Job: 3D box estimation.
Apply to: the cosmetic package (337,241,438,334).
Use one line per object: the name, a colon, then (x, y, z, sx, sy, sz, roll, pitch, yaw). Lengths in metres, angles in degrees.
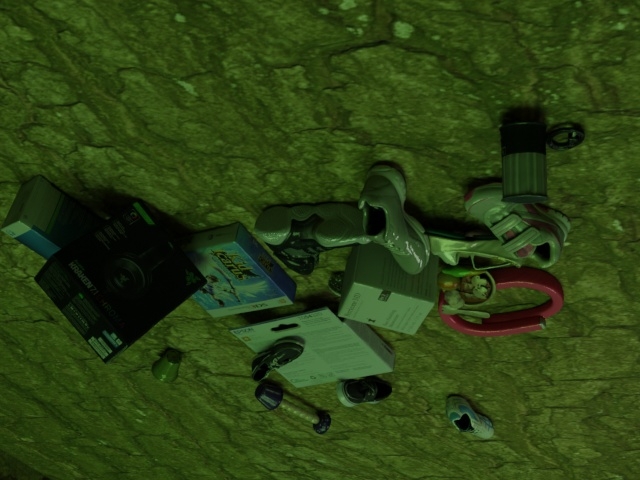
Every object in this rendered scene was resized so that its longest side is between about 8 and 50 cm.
cosmetic package: (0.150, 0.093, 1.807, 0.183, 0.151, 0.151, 14, 143, -5)

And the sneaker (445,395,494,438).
sneaker: (0.440, 0.542, 2.410, 0.085, 0.086, 0.237, -19, 136, 32)

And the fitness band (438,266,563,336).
fitness band: (0.419, 0.147, 1.901, 0.291, 0.054, 0.209, -14, 138, 27)

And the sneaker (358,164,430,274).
sneaker: (0.136, -0.017, 1.642, 0.099, 0.121, 0.262, 0, 131, 38)

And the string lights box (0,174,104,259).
string lights box: (-0.577, -0.015, 1.851, 0.077, 0.133, 0.259, -19, 135, 34)

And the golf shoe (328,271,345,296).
golf shoe: (0.101, 0.129, 1.946, 0.176, 0.069, 0.086, 12, 150, -1)

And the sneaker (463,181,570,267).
sneaker: (0.394, -0.028, 1.616, 0.252, 0.111, 0.103, 23, 142, -18)

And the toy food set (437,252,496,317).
toy food set: (0.324, 0.105, 1.817, 0.132, 0.038, 0.192, 6, 126, 18)

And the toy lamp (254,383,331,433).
toy lamp: (-0.087, 0.515, 2.510, 0.080, 0.080, 0.274, -24, 134, 38)

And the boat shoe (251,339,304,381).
boat shoe: (-0.114, 0.321, 2.147, 0.075, 0.065, 0.206, 33, 139, -25)

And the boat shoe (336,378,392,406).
boat shoe: (0.130, 0.422, 2.288, 0.076, 0.080, 0.228, -28, 152, 26)

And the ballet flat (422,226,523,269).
ballet flat: (0.309, 0.020, 1.714, 0.248, 0.086, 0.086, 5, 144, 8)

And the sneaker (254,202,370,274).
sneaker: (0.000, 0.000, 1.767, 0.268, 0.101, 0.153, 3, 145, 20)

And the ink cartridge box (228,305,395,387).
ink cartridge box: (-0.020, 0.269, 2.164, 0.324, 0.071, 0.330, -15, 134, 31)

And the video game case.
video game case: (-0.228, 0.079, 1.960, 0.244, 0.061, 0.269, -13, 138, 27)

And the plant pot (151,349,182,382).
plant pot: (-0.444, 0.364, 2.395, 0.083, 0.083, 0.079, 22, 131, -17)

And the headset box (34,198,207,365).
headset box: (-0.425, 0.082, 1.783, 0.246, 0.283, 0.131, 52, 135, -2)

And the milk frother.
milk frother: (0.395, -0.136, 1.449, 0.143, 0.135, 0.129, -2, 173, 21)
